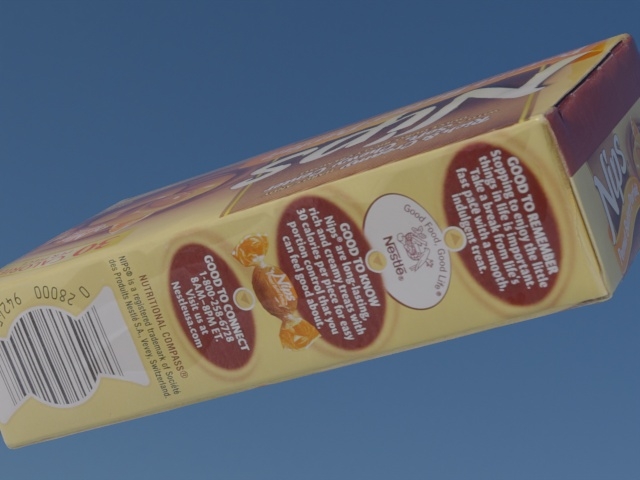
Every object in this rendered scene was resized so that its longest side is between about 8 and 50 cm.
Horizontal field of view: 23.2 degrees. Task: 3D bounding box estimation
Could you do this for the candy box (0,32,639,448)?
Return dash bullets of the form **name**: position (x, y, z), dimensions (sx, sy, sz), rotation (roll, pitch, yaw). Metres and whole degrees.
- **candy box**: position (0.000, 0.000, 0.760), dimensions (0.316, 0.183, 0.087), rotation (-16, -78, 26)
